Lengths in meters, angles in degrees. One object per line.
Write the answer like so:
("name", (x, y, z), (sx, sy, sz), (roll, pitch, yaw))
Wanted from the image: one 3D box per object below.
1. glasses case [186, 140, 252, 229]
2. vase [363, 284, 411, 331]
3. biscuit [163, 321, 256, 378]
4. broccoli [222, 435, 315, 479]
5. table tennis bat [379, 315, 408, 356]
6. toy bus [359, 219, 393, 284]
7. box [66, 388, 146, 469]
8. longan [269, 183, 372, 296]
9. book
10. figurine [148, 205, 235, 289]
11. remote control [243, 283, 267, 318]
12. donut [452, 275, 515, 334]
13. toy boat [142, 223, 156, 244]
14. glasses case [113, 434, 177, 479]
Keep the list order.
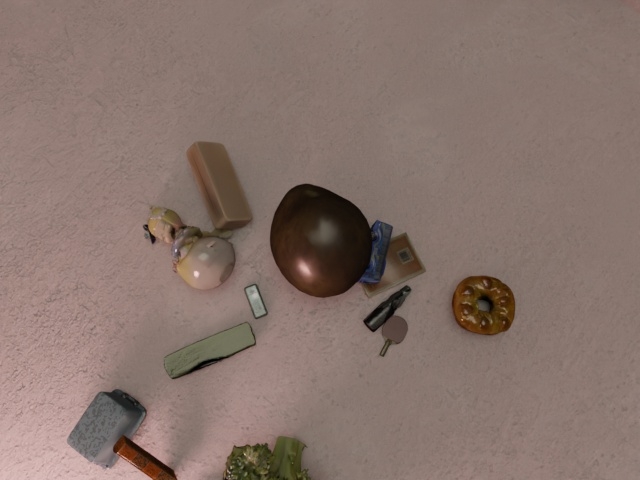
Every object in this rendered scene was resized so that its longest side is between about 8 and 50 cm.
("glasses case", (-0.373, -0.205, 1.963), (0.144, 0.076, 0.336), (-5, 67, -50))
("vase", (0.246, 0.237, 1.904), (0.211, 0.060, 0.060), (-42, 80, -11))
("biscuit", (-0.384, 0.386, 1.854), (0.322, 0.038, 0.099), (-23, 73, -7))
("broccoli", (-0.136, 0.771, 1.644), (0.338, 0.277, 0.317), (-11, 55, -14))
("table tennis bat", (0.253, 0.343, 1.901), (0.087, 0.013, 0.156), (29, 74, 4))
("toy bus", (0.197, 0.046, 1.929), (0.094, 0.079, 0.236), (15, 73, 1))
("box", (-0.695, 0.608, 1.733), (0.162, 0.130, 0.227), (26, 74, 21))
("longan", (0.000, 0.000, 1.804), (0.336, 0.404, 0.404), (-19, 76, -13))
("book", (0.247, 0.089, 1.968), (0.242, 0.018, 0.170), (-23, 75, -8))
("figurine", (-0.461, -0.002, 1.912), (0.394, 0.226, 0.274), (34, 45, 18))
("remote control", (-0.233, 0.218, 1.915), (0.053, 0.018, 0.124), (-23, 76, -7))
("donut", (0.576, 0.230, 1.890), (0.227, 0.114, 0.226), (0, 74, -1))
("toy boat", (-0.634, -0.022, 1.959), (0.038, 0.038, 0.083), (-29, 78, -9))
("glasses case", (-0.555, 0.707, 1.688), (0.218, 0.075, 0.049), (46, 75, -20))
